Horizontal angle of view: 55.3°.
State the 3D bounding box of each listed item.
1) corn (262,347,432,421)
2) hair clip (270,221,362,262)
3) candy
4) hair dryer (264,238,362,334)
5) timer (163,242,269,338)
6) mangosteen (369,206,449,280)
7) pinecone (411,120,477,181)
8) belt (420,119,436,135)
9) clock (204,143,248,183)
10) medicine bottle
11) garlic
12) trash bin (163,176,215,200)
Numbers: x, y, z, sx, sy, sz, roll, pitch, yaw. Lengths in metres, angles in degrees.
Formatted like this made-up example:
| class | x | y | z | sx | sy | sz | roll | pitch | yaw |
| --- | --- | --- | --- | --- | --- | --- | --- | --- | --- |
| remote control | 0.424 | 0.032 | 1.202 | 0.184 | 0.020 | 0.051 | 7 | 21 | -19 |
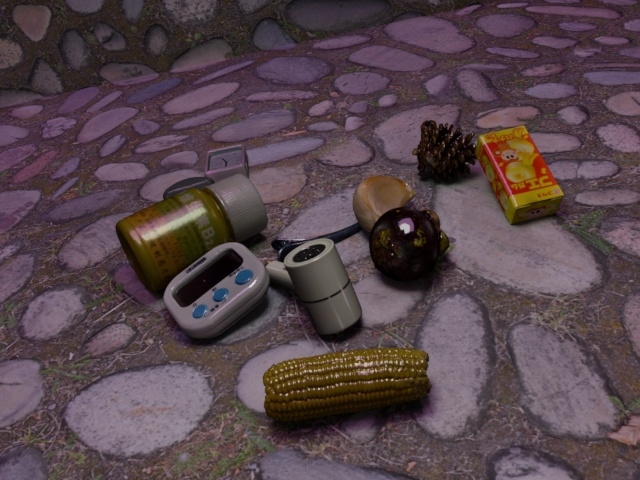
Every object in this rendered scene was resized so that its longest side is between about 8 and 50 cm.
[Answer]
| class | x | y | z | sx | sy | sz | roll | pitch | yaw |
| --- | --- | --- | --- | --- | --- | --- | --- | --- | --- |
| corn | 0.055 | 0.290 | 1.244 | 0.345 | 0.131 | 0.131 | -8 | 35 | 3 |
| hair clip | 0.000 | 0.000 | 1.755 | 0.275 | 0.048 | 0.083 | -14 | 33 | -12 |
| candy | 0.557 | -0.190 | 1.731 | 0.146 | 0.088 | 0.276 | -14 | 57 | -5 |
| hair dryer | -0.055 | 0.095 | 1.530 | 0.128 | 0.203 | 0.362 | -34 | 23 | -24 |
| timer | -0.264 | 0.128 | 1.575 | 0.262 | 0.087 | 0.237 | -38 | 40 | -13 |
| mangosteen | 0.235 | 0.006 | 1.556 | 0.217 | 0.192 | 0.192 | -9 | 28 | -35 |
| pinecone | 0.399 | -0.272 | 1.904 | 0.213 | 0.185 | 0.168 | 20 | 67 | 10 |
| belt | 0.393 | -0.409 | 2.221 | 0.059 | 0.036 | 0.083 | -4 | 34 | 13 |
| clock | -0.339 | -0.275 | 2.222 | 0.150 | 0.063 | 0.197 | -12 | 34 | 1 |
| medicine bottle | -0.359 | -0.032 | 1.739 | 0.384 | 0.224 | 0.224 | -28 | 38 | -24 |
| garlic | 0.171 | -0.100 | 1.735 | 0.164 | 0.145 | 0.245 | -1 | 27 | 23 |
| trash bin | -0.409 | -0.110 | 1.980 | 0.177 | 0.101 | 0.236 | -17 | 38 | -11 |
